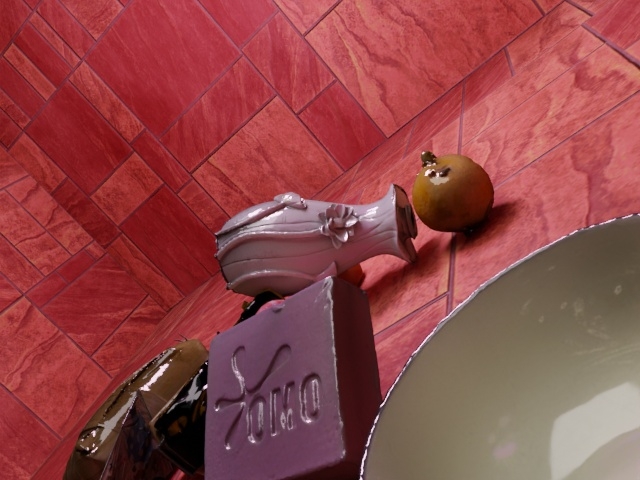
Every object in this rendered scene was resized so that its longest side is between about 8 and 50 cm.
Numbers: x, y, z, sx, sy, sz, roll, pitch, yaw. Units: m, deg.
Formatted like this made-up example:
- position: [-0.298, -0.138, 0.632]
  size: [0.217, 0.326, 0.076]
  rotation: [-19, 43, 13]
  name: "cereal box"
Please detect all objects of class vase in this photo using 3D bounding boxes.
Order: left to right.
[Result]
- position: [0.000, 0.000, 1.386]
  size: [0.445, 0.250, 0.250]
  rotation: [-12, 22, 18]
  name: "vase"

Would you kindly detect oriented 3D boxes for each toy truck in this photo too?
- position: [-0.193, 0.310, 1.303]
  size: [0.405, 0.180, 0.254]
  rotation: [-52, 7, -30]
  name: "toy truck"

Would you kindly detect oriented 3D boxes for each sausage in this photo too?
- position: [0.054, 0.100, 1.509]
  size: [0.089, 0.089, 0.179]
  rotation: [-33, 11, 38]
  name: "sausage"

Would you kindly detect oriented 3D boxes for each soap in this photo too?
- position: [-0.047, 0.237, 0.921]
  size: [0.296, 0.107, 0.285]
  rotation: [-31, 47, 31]
  name: "soap"

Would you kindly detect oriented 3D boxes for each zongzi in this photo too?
- position: [-0.464, 0.446, 1.575]
  size: [0.467, 0.218, 0.500]
  rotation: [-29, 17, 48]
  name: "zongzi"

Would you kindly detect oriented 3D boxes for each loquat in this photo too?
- position: [0.268, -0.101, 1.251]
  size: [0.149, 0.204, 0.172]
  rotation: [-27, -9, -29]
  name: "loquat"

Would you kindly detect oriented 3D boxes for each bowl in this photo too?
- position: [0.215, 0.158, 0.445]
  size: [0.354, 0.185, 0.354]
  rotation: [-40, 11, 10]
  name: "bowl"

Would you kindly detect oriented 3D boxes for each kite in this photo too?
- position: [-0.360, 0.457, 1.200]
  size: [0.011, 0.314, 0.335]
  rotation: [-7, -18, 8]
  name: "kite"

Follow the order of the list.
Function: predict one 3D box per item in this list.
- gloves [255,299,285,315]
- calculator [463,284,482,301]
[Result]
- position: [-0.037, 0.159, 1.210]
  size: [0.145, 0.241, 0.126]
  rotation: [-6, 66, 44]
  name: "gloves"
- position: [0.256, 0.114, 0.917]
  size: [0.057, 0.018, 0.172]
  rotation: [-41, 12, 13]
  name: "calculator"
